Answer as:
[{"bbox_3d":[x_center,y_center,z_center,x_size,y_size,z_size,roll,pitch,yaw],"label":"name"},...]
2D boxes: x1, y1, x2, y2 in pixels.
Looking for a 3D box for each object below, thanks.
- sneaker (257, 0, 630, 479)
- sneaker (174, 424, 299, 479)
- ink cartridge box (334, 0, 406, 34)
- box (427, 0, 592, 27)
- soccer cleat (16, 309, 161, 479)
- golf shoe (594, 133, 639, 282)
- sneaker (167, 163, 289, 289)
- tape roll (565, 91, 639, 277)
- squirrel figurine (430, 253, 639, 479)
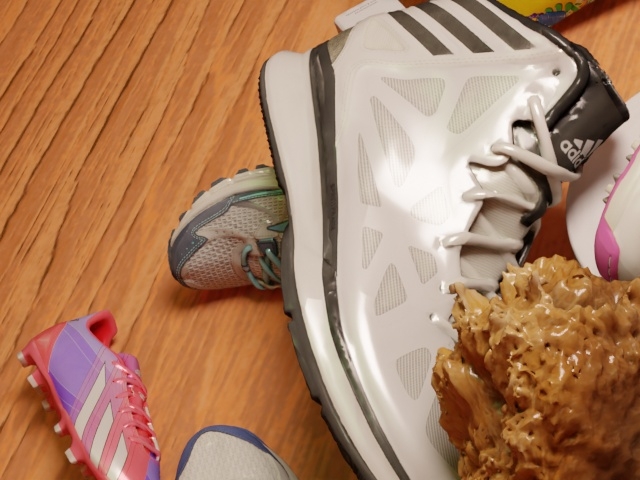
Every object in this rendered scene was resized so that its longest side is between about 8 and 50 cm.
[{"bbox_3d":[0.112,-0.011,1.075,0.257,0.169,0.447,-25,57,19],"label":"sneaker"},{"bbox_3d":[-0.065,0.235,1.073,0.112,0.131,0.296,-22,44,8],"label":"sneaker"},{"bbox_3d":[0.082,-0.141,1.352,0.063,0.109,0.150,-29,45,-6],"label":"ink cartridge box"},{"bbox_3d":[0.200,-0.372,1.419,0.279,0.177,0.290,-30,43,17],"label":"box"},{"bbox_3d":[-0.176,0.146,1.242,0.095,0.083,0.248,-32,42,-11],"label":"soccer cleat"},{"bbox_3d":[0.325,-0.062,1.031,0.306,0.115,0.140,-41,50,-12],"label":"golf shoe"},{"bbox_3d":[0.000,0.000,1.269,0.283,0.110,0.122,-16,49,12],"label":"sneaker"},{"bbox_3d":[0.334,-0.012,1.129,0.286,0.100,0.286,-12,47,14],"label":"tape roll"},{"bbox_3d":[0.211,0.194,0.884,0.370,0.281,0.397,-31,53,11],"label":"squirrel figurine"}]
